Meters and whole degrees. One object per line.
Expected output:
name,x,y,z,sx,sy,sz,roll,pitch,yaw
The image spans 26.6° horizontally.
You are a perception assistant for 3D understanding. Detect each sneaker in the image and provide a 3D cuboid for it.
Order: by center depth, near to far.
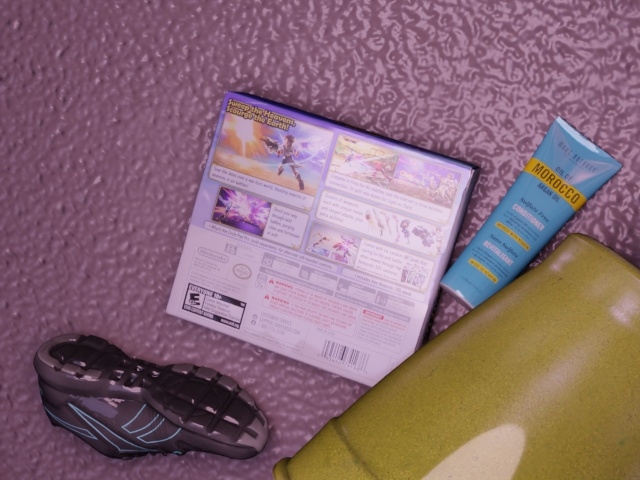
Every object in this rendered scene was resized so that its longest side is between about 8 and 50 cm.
sneaker,-0.182,0.185,1.456,0.267,0.101,0.106,19,120,13

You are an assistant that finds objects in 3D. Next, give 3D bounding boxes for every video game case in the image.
video game case,0.000,0.000,1.391,0.269,0.061,0.244,19,101,13

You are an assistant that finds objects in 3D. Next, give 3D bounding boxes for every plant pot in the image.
plant pot,0.209,0.195,1.227,0.366,0.366,0.353,41,93,8

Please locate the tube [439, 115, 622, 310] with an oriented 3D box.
tube,0.201,-0.020,1.331,0.080,0.052,0.207,39,85,1
